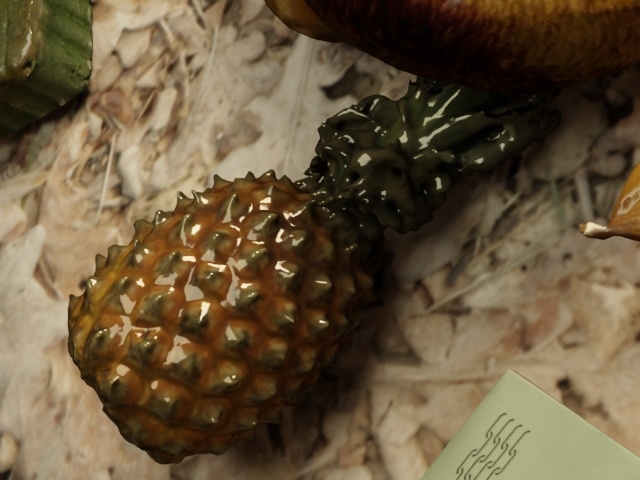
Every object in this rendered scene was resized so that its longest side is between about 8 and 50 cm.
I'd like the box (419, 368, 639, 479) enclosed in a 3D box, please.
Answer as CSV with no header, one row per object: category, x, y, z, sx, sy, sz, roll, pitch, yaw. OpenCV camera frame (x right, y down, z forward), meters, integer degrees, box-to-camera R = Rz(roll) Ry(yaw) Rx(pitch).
box,0.084,0.218,0.933,0.270,0.045,0.211,-52,31,-3

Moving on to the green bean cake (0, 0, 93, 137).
green bean cake,-0.282,-0.180,1.417,0.173,0.094,0.181,-22,58,29

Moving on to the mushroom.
mushroom,0.109,-0.250,1.014,0.345,0.239,0.345,-7,72,22

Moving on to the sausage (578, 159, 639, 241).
sausage,0.293,-0.082,0.908,0.328,0.112,0.112,-36,53,22

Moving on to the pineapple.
pineapple,0.000,0.000,1.089,0.361,0.175,0.175,-34,52,3

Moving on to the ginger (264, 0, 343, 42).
ginger,-0.006,-0.302,1.204,0.165,0.172,0.321,130,145,-65
